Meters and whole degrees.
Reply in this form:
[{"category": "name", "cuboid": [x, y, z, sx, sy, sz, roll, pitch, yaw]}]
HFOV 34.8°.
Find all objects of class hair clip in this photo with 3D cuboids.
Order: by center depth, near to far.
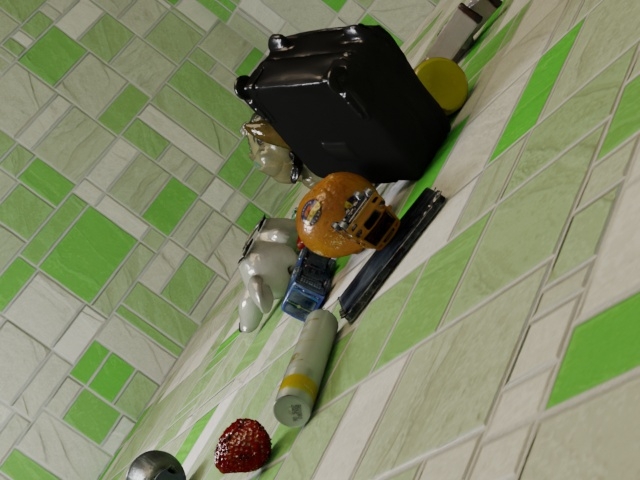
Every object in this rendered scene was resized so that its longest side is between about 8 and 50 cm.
[{"category": "hair clip", "cuboid": [0.324, -0.486, 2.514, 0.101, 0.085, 0.331, -55, 1, -31]}]

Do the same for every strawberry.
[{"category": "strawberry", "cuboid": [-0.117, 0.313, 1.535, 0.096, 0.083, 0.083, -42, 7, -1]}]

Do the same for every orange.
[{"category": "orange", "cuboid": [0.037, -0.048, 1.978, 0.177, 0.155, 0.177, -47, 17, 19]}]

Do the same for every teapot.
[{"category": "teapot", "cuboid": [-0.314, 0.472, 1.929, 0.149, 0.111, 0.108, -50, 20, -21]}]

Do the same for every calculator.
[{"category": "calculator", "cuboid": [0.116, 0.018, 1.701, 0.262, 0.021, 0.161, -52, 7, 6]}]

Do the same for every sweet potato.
[{"category": "sweet potato", "cuboid": [-0.004, -0.197, 2.248, 0.108, 0.346, 0.079, -56, -14, 9]}]

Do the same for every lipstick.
[{"category": "lipstick", "cuboid": [-0.019, 0.192, 1.582, 0.059, 0.059, 0.264, -50, 7, 26]}]

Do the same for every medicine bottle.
[{"category": "medicine bottle", "cuboid": [0.220, -0.302, 2.145, 0.122, 0.122, 0.212, -55, 7, -11]}]

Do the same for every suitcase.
[{"category": "suitcase", "cuboid": [0.051, -0.256, 2.009, 0.345, 0.339, 0.188, 4, 53, 48]}]

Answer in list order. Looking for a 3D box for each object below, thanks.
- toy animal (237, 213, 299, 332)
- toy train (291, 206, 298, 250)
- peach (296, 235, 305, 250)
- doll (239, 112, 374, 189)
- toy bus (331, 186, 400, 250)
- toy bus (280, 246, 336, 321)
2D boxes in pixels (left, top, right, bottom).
[{"category": "toy animal", "cuboid": [-0.129, 0.065, 2.505, 0.325, 0.154, 0.208, -64, 6, -35]}, {"category": "toy train", "cuboid": [-0.073, -0.003, 2.773, 0.200, 0.083, 0.132, -51, 19, 19]}, {"category": "peach", "cuboid": [0.000, 0.002, 2.212, 0.101, 0.100, 0.101, -52, 7, 10]}, {"category": "doll", "cuboid": [-0.014, -0.223, 2.402, 0.247, 0.349, 0.247, -49, -31, -45]}, {"category": "toy bus", "cuboid": [0.080, -0.031, 1.736, 0.083, 0.088, 0.194, -53, 4, -2]}, {"category": "toy bus", "cuboid": [-0.023, 0.086, 2.065, 0.236, 0.079, 0.094, -73, 5, -70]}]
